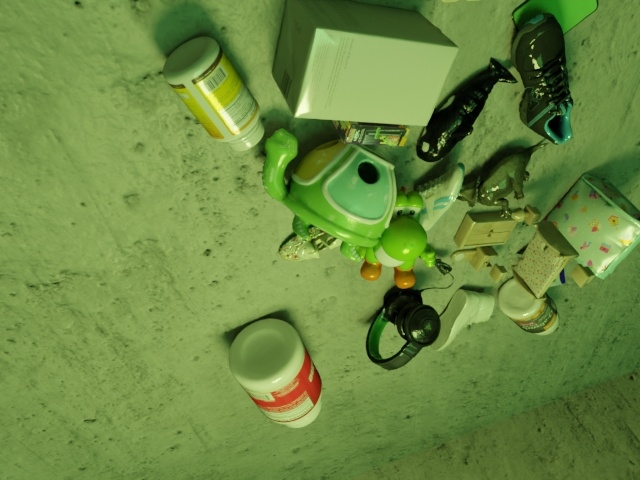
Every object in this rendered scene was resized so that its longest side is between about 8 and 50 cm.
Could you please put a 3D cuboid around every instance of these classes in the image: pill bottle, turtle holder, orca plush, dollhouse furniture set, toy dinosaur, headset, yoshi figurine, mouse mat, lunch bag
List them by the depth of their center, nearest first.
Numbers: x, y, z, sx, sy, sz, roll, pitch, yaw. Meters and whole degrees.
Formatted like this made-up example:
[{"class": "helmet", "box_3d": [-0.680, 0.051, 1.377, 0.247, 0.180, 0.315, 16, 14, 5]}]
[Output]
[{"class": "pill bottle", "box_3d": [-0.196, -0.274, 1.022, 0.117, 0.117, 0.215, -30, 138, 6]}, {"class": "mouse mat", "box_3d": [0.531, -0.518, 1.192, 0.190, 0.007, 0.153, -38, 136, 12]}, {"class": "turtle holder", "box_3d": [0.027, -0.127, 1.221, 0.227, 0.320, 0.243, -60, 172, 16]}, {"class": "orca plush", "box_3d": [0.356, -0.286, 1.274, 0.287, 0.102, 0.151, -38, 136, 15]}, {"class": "yoshi figurine", "box_3d": [0.195, 0.023, 1.388, 0.204, 0.203, 0.362, -31, 154, -19]}, {"class": "toy dinosaur", "box_3d": [0.508, -0.164, 1.456, 0.314, 0.120, 0.160, -34, 144, 14]}, {"class": "dollhouse furniture set", "box_3d": [0.557, 0.082, 1.551, 0.174, 0.355, 0.303, -4, 135, -20]}, {"class": "lunch bag", "box_3d": [0.863, -0.041, 1.637, 0.160, 0.262, 0.223, 8, 128, -30]}, {"class": "headset", "box_3d": [0.269, 0.221, 1.676, 0.185, 0.243, 0.394, 35, 98, -23]}, {"class": "pill bottle", "box_3d": [-0.123, 0.447, 1.701, 0.229, 0.229, 0.407, -22, 138, -2]}, {"class": "pill bottle", "box_3d": [0.786, 0.254, 1.973, 0.162, 0.162, 0.278, -40, 135, 16]}]

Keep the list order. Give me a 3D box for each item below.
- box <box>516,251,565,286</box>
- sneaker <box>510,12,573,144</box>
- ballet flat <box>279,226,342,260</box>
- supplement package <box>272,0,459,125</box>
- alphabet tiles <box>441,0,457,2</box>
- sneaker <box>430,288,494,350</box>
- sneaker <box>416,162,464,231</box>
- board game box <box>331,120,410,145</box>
[{"class": "box", "box_3d": [0.760, 0.096, 1.821, 0.137, 0.072, 0.126, -10, 95, -16]}, {"class": "sneaker", "box_3d": [0.542, -0.371, 1.238, 0.125, 0.139, 0.340, -29, 139, 7]}, {"class": "ballet flat", "box_3d": [0.000, 0.000, 1.420, 0.241, 0.077, 0.091, -30, 138, 7]}, {"class": "supplement package", "box_3d": [0.080, -0.347, 1.030, 0.293, 0.177, 0.175, -2, 133, -22]}, {"class": "alphabet tiles", "box_3d": [0.325, -0.601, 1.002, 0.285, 0.021, 0.277, -11, 136, -15]}, {"class": "sneaker", "box_3d": [0.529, 0.303, 1.947, 0.169, 0.108, 0.292, 6, 129, -25]}, {"class": "sneaker", "box_3d": [0.304, -0.121, 1.411, 0.092, 0.087, 0.228, 28, 131, -3]}, {"class": "board game box", "box_3d": [0.091, -0.268, 1.121, 0.141, 0.170, 0.048, -3, 135, -21]}]
